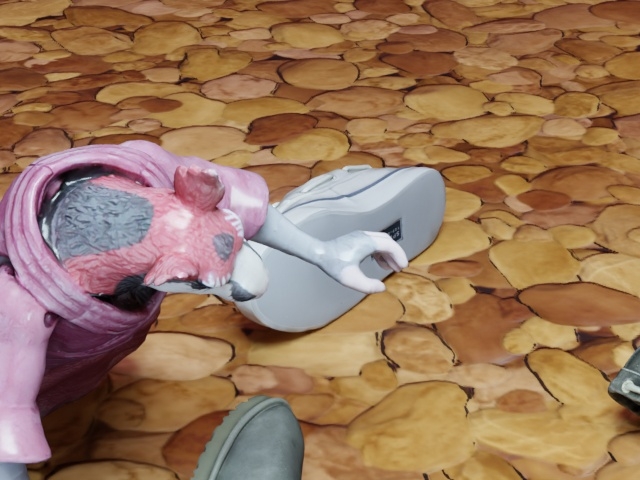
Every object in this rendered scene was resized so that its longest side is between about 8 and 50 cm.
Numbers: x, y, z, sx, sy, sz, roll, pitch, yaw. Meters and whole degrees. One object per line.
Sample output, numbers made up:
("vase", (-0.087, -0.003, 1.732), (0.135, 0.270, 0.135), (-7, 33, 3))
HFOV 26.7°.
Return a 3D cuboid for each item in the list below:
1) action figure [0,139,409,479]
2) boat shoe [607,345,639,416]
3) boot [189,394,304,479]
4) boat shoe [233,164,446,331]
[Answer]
("action figure", (-0.143, 0.009, 0.732), (0.248, 0.275, 0.370), (-45, 8, -33))
("boat shoe", (0.263, 0.126, 0.785), (0.070, 0.078, 0.219), (-46, 44, -7))
("boot", (0.025, 0.167, 0.698), (0.209, 0.076, 0.189), (3, 41, 23))
("boat shoe", (0.000, 0.000, 1.027), (0.084, 0.095, 0.258), (12, 19, 32))
